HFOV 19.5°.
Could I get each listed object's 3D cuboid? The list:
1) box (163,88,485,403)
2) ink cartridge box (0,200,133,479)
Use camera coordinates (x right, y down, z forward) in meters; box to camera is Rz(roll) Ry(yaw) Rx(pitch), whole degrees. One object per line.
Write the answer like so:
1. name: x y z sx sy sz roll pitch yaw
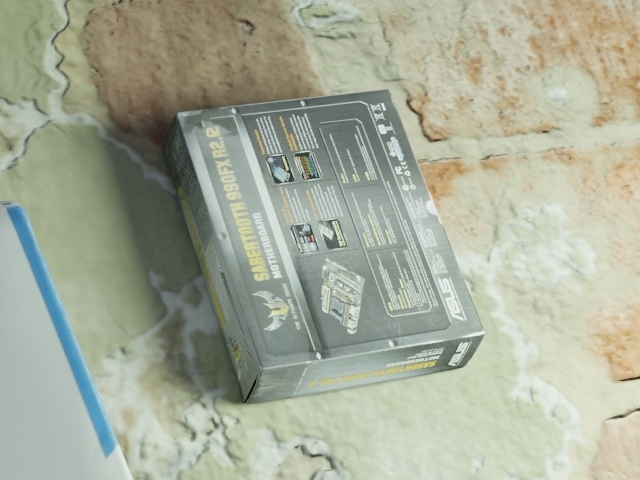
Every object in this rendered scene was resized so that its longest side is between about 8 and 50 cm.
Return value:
1. box: 0.000 0.000 1.410 0.183 0.056 0.231 -9 61 -22
2. ink cartridge box: -0.221 0.209 1.000 0.166 0.395 0.285 -12 63 -27
